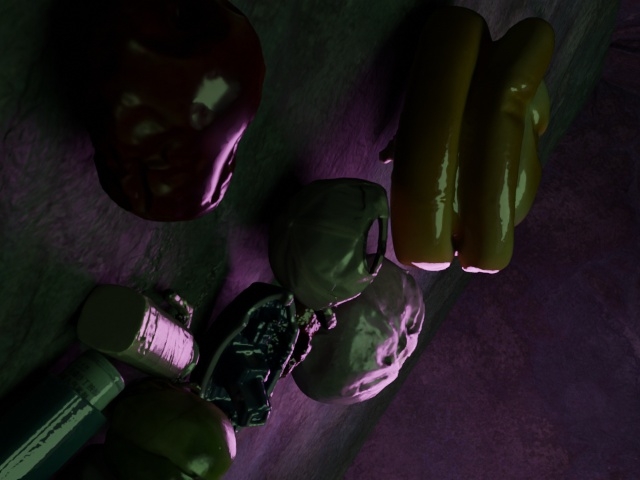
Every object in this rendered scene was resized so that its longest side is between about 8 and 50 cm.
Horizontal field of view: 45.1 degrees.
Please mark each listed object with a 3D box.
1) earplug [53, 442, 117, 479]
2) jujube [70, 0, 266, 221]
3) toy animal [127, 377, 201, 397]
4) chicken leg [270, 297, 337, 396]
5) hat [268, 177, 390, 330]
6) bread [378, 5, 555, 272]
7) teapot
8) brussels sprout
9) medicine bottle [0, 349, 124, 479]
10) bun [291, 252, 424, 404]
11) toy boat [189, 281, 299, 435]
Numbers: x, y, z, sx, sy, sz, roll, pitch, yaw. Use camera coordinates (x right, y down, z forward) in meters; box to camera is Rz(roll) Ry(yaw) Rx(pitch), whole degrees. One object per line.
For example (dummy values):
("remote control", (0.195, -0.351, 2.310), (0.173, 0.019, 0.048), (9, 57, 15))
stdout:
("earplug", (-0.298, 0.481, 0.886), (0.394, 0.312, 0.312), (-44, 160, -1))
("jujube", (-0.131, -0.111, 0.659), (0.155, 0.155, 0.230), (-42, 159, -39))
("toy animal", (-0.255, 0.292, 1.066), (0.186, 0.094, 0.214), (-44, 149, -46))
("chicken leg", (-0.040, 0.154, 1.300), (0.322, 0.083, 0.177), (-53, -168, -32))
("hat", (0.001, 0.002, 1.165), (0.232, 0.161, 0.275), (-64, -175, -8))
("bread", (0.231, -0.156, 1.247), (0.329, 0.245, 0.423), (133, -33, -85))
("teapot", (-0.203, 0.102, 0.919), (0.200, 0.077, 0.107), (65, 39, -67))
("brussels sprout", (-0.176, 0.246, 0.915), (0.131, 0.146, 0.183), (-67, 165, -1))
("medicine bottle", (-0.319, 0.232, 0.816), (0.258, 0.079, 0.124), (-47, 153, -31))
("bun", (0.086, 0.198, 1.566), (0.354, 0.194, 0.354), (-50, 158, -29))
("toy boat", (-0.109, 0.195, 1.136), (0.129, 0.142, 0.309), (9, 116, -37))
